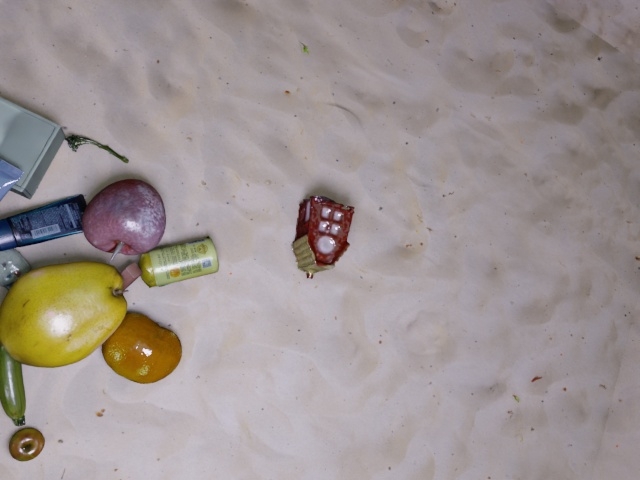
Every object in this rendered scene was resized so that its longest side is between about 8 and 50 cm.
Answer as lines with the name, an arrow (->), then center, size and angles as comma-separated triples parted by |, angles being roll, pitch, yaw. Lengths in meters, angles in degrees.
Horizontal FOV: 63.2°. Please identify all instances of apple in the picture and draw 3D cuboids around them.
apple -> -0.824, 0.573, 1.462 | 0.089, 0.074, 0.090 | 3, 82, -19

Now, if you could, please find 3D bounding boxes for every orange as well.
orange -> -0.534, 0.327, 1.542 | 0.237, 0.158, 0.179 | 35, 90, -12

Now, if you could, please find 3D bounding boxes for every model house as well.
model house -> 0.000, 0.000, 1.733 | 0.159, 0.196, 0.254 | 10, 80, -18

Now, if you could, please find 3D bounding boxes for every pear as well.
pear -> -0.709, 0.193, 1.432 | 0.285, 0.285, 0.336 | 43, 101, -8

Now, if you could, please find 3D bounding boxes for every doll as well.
doll -> -0.908, 0.078, 1.506 | 0.214, 0.071, 0.103 | 43, 81, -9

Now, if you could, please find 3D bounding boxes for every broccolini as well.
broccolini -> -0.699, -0.293, 1.638 | 0.194, 0.054, 0.052 | 15, 60, -17

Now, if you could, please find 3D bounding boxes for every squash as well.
squash -> -0.877, 0.404, 1.472 | 0.066, 0.066, 0.252 | -10, 85, -18

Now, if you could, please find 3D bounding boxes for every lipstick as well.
lipstick -> -0.597, 0.126, 1.562 | 0.045, 0.145, 0.045 | 52, 28, -4

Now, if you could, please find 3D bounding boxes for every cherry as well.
cherry -> -0.578, -0.060, 1.542 | 0.235, 0.213, 0.286 | 14, 59, -5

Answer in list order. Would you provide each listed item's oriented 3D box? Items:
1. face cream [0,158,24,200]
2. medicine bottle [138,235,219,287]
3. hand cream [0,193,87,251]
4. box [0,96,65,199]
face cream -> -0.984, -0.066, 1.438 | 0.135, 0.086, 0.385 | 33, 94, -15
medicine bottle -> -0.445, 0.070, 1.627 | 0.238, 0.124, 0.124 | -14, 87, -18
hand cream -> -0.817, -0.050, 1.539 | 0.270, 0.061, 0.120 | -23, 89, -35
box -> -0.916, -0.276, 1.527 | 0.224, 0.117, 0.225 | 26, 75, -13
